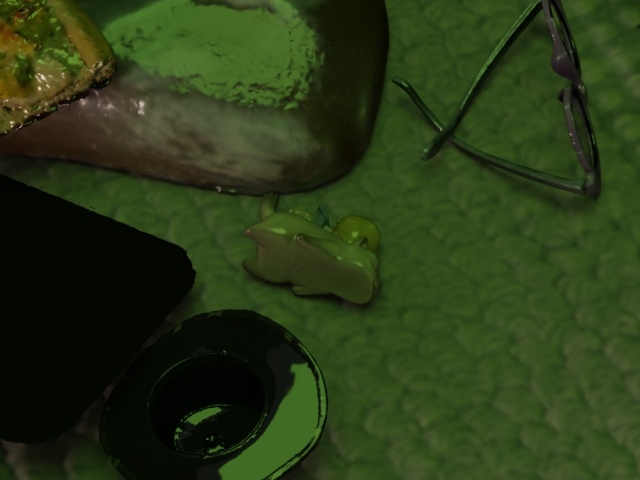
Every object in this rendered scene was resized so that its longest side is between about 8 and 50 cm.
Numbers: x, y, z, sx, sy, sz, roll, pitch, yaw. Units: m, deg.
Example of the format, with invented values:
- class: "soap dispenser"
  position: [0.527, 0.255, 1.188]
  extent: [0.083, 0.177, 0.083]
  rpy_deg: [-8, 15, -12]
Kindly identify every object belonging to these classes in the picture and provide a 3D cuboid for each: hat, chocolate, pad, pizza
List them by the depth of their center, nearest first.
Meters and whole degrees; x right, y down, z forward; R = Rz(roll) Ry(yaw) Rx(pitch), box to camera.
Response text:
- class: "hat"
  position: [-0.053, 0.094, 0.957]
  extent: [0.121, 0.050, 0.121]
  rpy_deg: [-6, 59, 10]
- class: "pad"
  position: [-0.245, 0.083, 0.965]
  extent: [0.250, 0.055, 0.323]
  rpy_deg: [22, 66, 19]
- class: "pizza"
  position: [-0.189, -0.111, 1.018]
  extent: [0.160, 0.036, 0.099]
  rpy_deg: [30, 83, 28]
- class: "chocolate"
  position: [-0.090, -0.119, 1.062]
  extent: [0.254, 0.080, 0.156]
  rpy_deg: [7, 61, 6]

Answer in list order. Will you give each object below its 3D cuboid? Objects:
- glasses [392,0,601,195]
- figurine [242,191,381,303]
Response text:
- class: "glasses"
  position: [0.102, -0.076, 1.065]
  extent: [0.104, 0.062, 0.140]
  rpy_deg: [-19, 59, 16]
- class: "figurine"
  position: [0.000, 0.000, 1.016]
  extent: [0.083, 0.047, 0.050]
  rpy_deg: [20, 52, 7]
